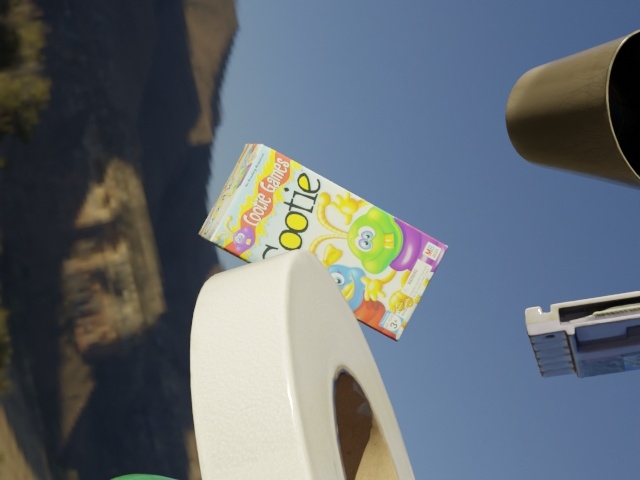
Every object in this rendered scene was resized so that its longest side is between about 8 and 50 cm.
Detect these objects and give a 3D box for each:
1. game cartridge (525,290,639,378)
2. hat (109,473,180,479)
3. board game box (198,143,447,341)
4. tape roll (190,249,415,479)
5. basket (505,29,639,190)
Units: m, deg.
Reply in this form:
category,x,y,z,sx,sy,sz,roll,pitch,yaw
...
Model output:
category,x,y,z,sx,sy,sz,roll,pitch,yaw
game cartridge,0.500,0.138,2.072,0.230,0.355,0.068,61,22,-59
hat,-0.196,0.229,1.201,0.183,0.173,0.208,39,-23,-14
board game box,0.000,0.000,1.771,0.144,0.275,0.142,-62,-168,-2
tape roll,0.011,0.199,0.977,0.392,0.072,0.392,-17,90,-81
basket,0.332,-0.144,1.590,0.204,0.154,0.227,56,-19,-18
